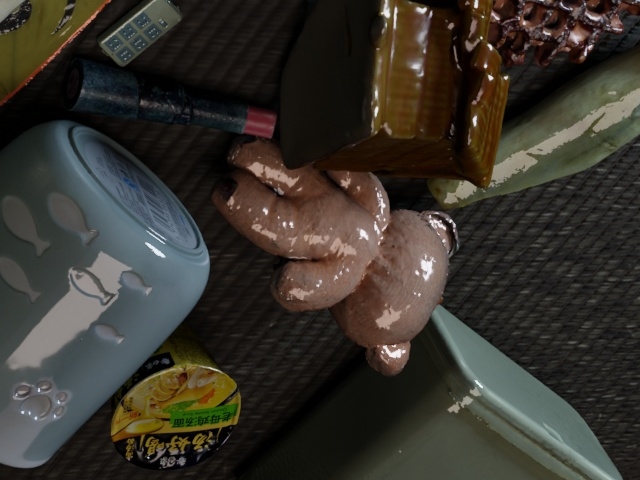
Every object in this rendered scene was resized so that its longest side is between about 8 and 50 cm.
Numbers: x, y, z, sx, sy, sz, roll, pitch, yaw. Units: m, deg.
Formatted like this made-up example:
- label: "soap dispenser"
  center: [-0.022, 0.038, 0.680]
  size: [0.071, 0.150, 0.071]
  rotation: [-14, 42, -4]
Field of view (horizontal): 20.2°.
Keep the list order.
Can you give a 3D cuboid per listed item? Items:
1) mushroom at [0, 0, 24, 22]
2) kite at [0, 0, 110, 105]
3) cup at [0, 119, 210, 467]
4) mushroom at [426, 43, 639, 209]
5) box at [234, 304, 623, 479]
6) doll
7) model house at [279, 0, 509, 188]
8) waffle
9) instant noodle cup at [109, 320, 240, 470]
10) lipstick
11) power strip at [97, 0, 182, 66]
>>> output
- label: "mushroom"
  center: [-0.308, -0.235, 1.655]
  size: [0.351, 0.095, 0.123]
  rotation: [-42, 142, 10]
- label: "kite"
  center: [-0.323, -0.252, 1.706]
  size: [0.327, 0.013, 0.377]
  rotation: [-9, 127, -18]
- label: "cup"
  center: [-0.306, 0.007, 1.782]
  size: [0.274, 0.259, 0.356]
  rotation: [-44, 101, 11]
- label: "mushroom"
  center: [0.278, -0.124, 2.016]
  size: [0.333, 0.087, 0.107]
  rotation: [-33, 127, 8]
- label: "box"
  center: [0.132, 0.295, 2.218]
  size: [0.344, 0.177, 0.352]
  rotation: [-42, 131, 15]
- label: "doll"
  center: [0.000, 0.000, 1.972]
  size: [0.303, 0.156, 0.201]
  rotation: [34, 68, -18]
- label: "model house"
  center: [0.097, -0.163, 1.857]
  size: [0.229, 0.219, 0.199]
  rotation: [5, 88, -33]
- label: "waffle"
  center: [0.255, -0.287, 1.901]
  size: [0.234, 0.055, 0.221]
  rotation: [-28, 129, -4]
- label: "instant noodle cup"
  center: [-0.177, 0.165, 2.015]
  size: [0.151, 0.122, 0.151]
  rotation: [-13, 129, -17]
- label: "lipstick"
  center: [-0.148, -0.136, 1.842]
  size: [0.234, 0.053, 0.053]
  rotation: [11, 120, -30]
- label: "power strip"
  center: [-0.180, -0.212, 1.793]
  size: [0.090, 0.016, 0.040]
  rotation: [-38, 130, 8]
